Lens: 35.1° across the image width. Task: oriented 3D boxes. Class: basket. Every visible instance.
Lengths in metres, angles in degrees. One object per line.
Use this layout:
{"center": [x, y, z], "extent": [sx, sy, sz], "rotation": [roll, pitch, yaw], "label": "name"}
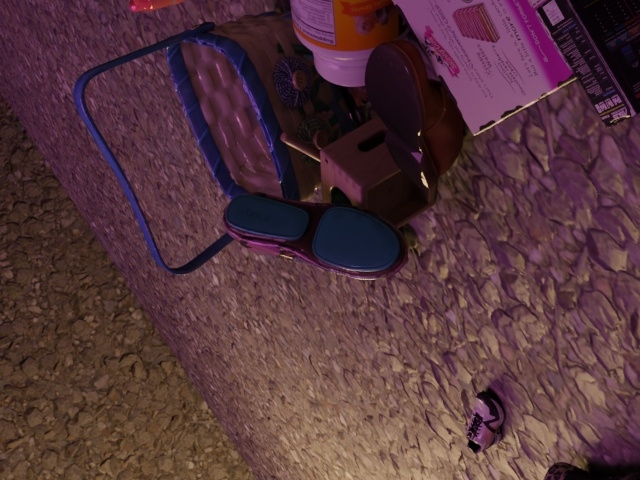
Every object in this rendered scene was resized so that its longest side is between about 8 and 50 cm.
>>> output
{"center": [-0.112, -0.133, 1.166], "extent": [0.201, 0.289, 0.255], "rotation": [26, 144, 57], "label": "basket"}

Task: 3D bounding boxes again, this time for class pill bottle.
{"center": [0.027, -0.250, 0.931], "extent": [0.117, 0.117, 0.215], "rotation": [44, 156, 33], "label": "pill bottle"}

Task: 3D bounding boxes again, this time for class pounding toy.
{"center": [0.044, -0.076, 1.105], "extent": [0.100, 0.141, 0.130], "rotation": [46, 156, 30], "label": "pounding toy"}

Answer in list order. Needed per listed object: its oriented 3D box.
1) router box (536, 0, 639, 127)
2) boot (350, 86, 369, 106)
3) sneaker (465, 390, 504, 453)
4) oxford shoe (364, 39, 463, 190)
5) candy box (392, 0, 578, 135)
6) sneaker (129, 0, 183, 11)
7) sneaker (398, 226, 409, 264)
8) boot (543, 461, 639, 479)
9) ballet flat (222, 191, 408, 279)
{"center": [0.214, -0.142, 0.653], "extent": [0.092, 0.122, 0.038], "rotation": [59, 164, -1], "label": "router box"}
{"center": [0.039, -0.206, 1.090], "extent": [0.114, 0.037, 0.106], "rotation": [65, 157, -6], "label": "boot"}
{"center": [0.211, 0.239, 1.310], "extent": [0.040, 0.043, 0.109], "rotation": [41, 152, 42], "label": "sneaker"}
{"center": [0.096, -0.131, 0.960], "extent": [0.076, 0.076, 0.212], "rotation": [45, 172, 26], "label": "oxford shoe"}
{"center": [0.156, -0.191, 0.787], "extent": [0.159, 0.071, 0.233], "rotation": [59, 159, -2], "label": "candy box"}
{"center": [-0.274, -0.424, 1.342], "extent": [0.314, 0.136, 0.116], "rotation": [50, 157, 21], "label": "sneaker"}
{"center": [0.066, -0.012, 1.295], "extent": [0.158, 0.061, 0.065], "rotation": [21, 112, 57], "label": "sneaker"}
{"center": [0.344, 0.354, 1.114], "extent": [0.236, 0.085, 0.178], "rotation": [67, 161, -4], "label": "boot"}
{"center": [0.000, 0.000, 1.075], "extent": [0.221, 0.077, 0.079], "rotation": [13, 161, 27], "label": "ballet flat"}
